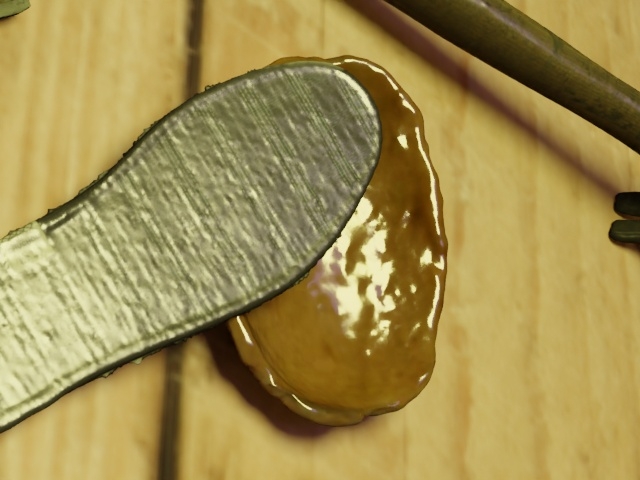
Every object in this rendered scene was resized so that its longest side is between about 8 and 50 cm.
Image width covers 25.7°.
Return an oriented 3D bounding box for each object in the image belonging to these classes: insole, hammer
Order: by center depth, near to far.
[{"bbox_3d":[-0.080,-0.001,0.664,0.309,0.012,0.110,-30,90,-34],"label":"insole"},{"bbox_3d":[0.115,-0.126,0.852,0.440,0.168,0.044,30,51,-18],"label":"hammer"}]

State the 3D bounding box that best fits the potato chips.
[{"bbox_3d":[0.000,0.000,0.744,0.150,0.049,0.201,-3,73,-29],"label":"potato chips"}]

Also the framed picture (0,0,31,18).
[{"bbox_3d":[-0.259,-0.158,0.597,0.260,0.023,0.189,-26,94,-44],"label":"framed picture"}]
